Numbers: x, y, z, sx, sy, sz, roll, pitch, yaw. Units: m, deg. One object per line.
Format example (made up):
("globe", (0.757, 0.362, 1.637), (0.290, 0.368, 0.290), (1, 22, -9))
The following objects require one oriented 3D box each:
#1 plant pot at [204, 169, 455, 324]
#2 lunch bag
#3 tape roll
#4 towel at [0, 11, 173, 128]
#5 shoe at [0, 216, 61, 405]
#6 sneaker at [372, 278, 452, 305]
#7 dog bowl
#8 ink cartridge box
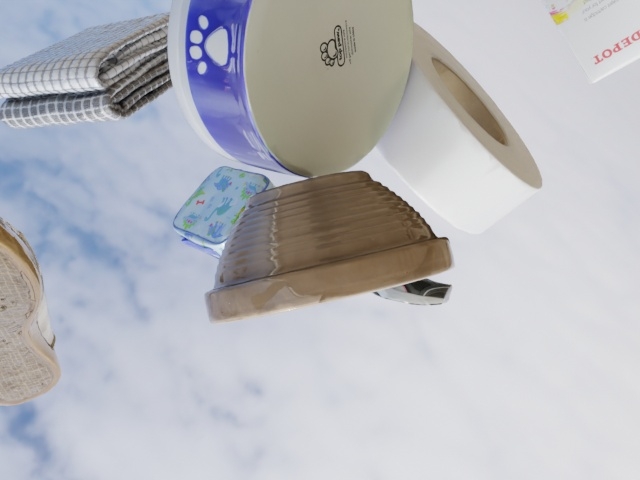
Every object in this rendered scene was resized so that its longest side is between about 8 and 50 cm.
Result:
("plant pot", (0.000, 0.000, 0.733), (0.237, 0.237, 0.109), (-12, -91, -58))
("lunch bag", (-0.175, -0.047, 1.485), (0.219, 0.176, 0.090), (17, 156, 50))
("tape roll", (0.157, -0.149, 1.001), (0.286, 0.100, 0.286), (38, -153, -23))
("towel", (-0.376, -0.283, 1.322), (0.283, 0.235, 0.121), (-54, -44, -51))
("shoe", (-0.212, 0.039, 0.489), (0.076, 0.219, 0.058), (-16, -118, -19))
("sneaker", (0.081, 0.034, 0.980), (0.178, 0.077, 0.072), (14, 178, 5))
("dog bowl", (-0.020, -0.199, 0.795), (0.104, 0.265, 0.265), (18, -170, 38))
("ink cartridge box", (0.428, -0.403, 1.108), (0.197, 0.198, 0.270), (-36, -85, -49))
